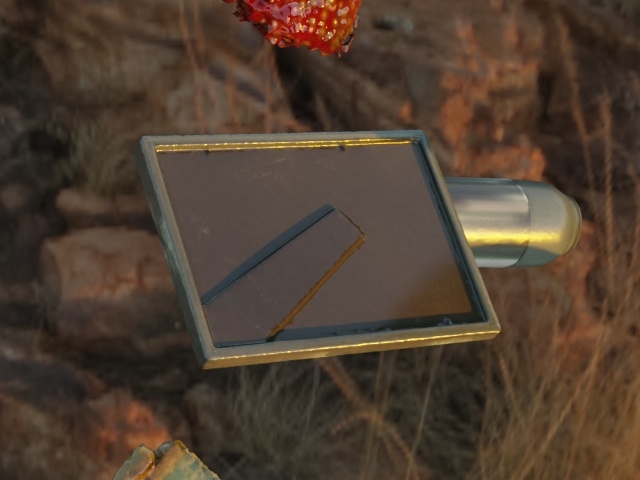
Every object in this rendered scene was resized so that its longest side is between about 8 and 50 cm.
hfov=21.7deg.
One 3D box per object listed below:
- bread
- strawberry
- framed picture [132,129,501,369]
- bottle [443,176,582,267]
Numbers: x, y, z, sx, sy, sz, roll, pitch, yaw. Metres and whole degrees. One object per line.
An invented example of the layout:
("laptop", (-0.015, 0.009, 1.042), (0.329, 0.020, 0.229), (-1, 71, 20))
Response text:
("bread", (-0.093, 0.220, 1.253), (0.147, 0.152, 0.127), (38, 100, 11))
("strawberry", (-0.037, -0.342, 1.667), (0.306, 0.137, 0.233), (43, 57, -8))
("framed picture", (0.000, 0.000, 0.995), (0.203, 0.015, 0.150), (-4, 61, -31))
("bottle", (0.110, -0.021, 1.453), (0.253, 0.079, 0.096), (1, 40, -30))
